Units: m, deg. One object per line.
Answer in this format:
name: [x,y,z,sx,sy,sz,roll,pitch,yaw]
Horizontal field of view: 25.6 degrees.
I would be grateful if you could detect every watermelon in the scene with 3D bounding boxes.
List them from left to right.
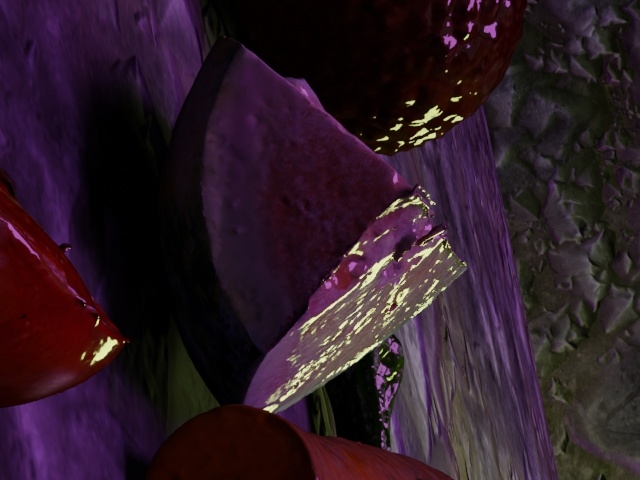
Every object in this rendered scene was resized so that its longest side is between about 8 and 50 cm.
watermelon: [0.000,0.000,0.855,0.305,0.180,0.224,28,64,-76]

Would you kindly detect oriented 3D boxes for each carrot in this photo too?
carrot: [0.005,0.172,0.812,0.302,0.139,0.138,42,35,-56]

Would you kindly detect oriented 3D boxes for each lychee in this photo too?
lychee: [0.041,-0.199,1.135,0.260,0.261,0.260,-14,90,-77]

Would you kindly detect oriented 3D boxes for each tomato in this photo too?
tomato: [-0.144,-0.004,0.448,0.159,0.091,0.139,52,-5,18]

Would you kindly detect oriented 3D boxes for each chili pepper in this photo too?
chili pepper: [0.031,0.119,1.101,0.100,0.074,0.257,59,22,-54]
